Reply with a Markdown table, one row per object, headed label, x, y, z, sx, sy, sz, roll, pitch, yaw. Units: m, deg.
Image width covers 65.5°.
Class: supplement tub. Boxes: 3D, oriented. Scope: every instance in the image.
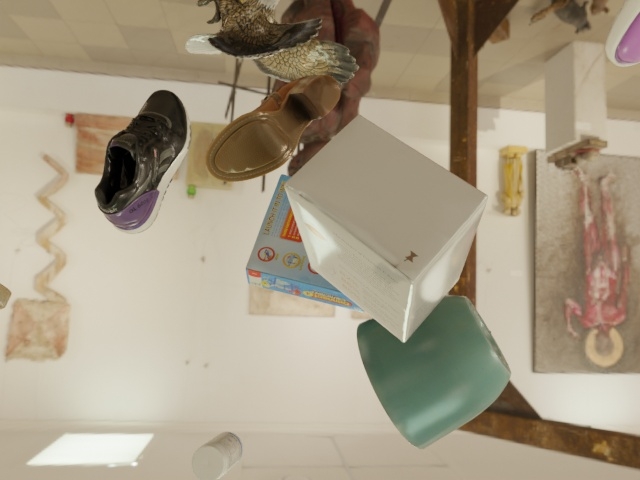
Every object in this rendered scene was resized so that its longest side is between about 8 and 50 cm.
| label | x | y | z | sx | sy | sz | roll | pitch | yaw |
| --- | --- | --- | --- | --- | --- | --- | --- | --- | --- |
| supplement tub | -0.203 | 0.429 | 0.991 | 0.071 | 0.071 | 0.107 | 1 | 174 | 12 |

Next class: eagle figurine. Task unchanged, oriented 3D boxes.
| label | x | y | z | sx | sy | sz | roll | pitch | yaw |
| --- | --- | --- | --- | --- | --- | --- | --- | --- | --- |
| eagle figurine | -0.103 | -0.387 | 0.925 | 0.226 | 0.298 | 0.225 | -34 | 165 | -23 |

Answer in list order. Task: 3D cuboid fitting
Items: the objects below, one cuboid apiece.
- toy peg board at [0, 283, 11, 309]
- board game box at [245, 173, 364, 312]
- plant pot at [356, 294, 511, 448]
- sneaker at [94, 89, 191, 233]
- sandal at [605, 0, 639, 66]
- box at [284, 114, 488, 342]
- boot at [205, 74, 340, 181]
| label | x | y | z | sx | sy | sz | roll | pitch | yaw |
| --- | --- | --- | --- | --- | --- | --- | --- | --- | --- |
| toy peg board | -0.344 | 0.041 | 0.334 | 0.161 | 0.079 | 0.161 | -15 | 136 | 16 |
| board game box | 0.000 | 0.000 | 1.280 | 0.302 | 0.308 | 0.086 | 14 | 148 | 6 |
| plant pot | 0.254 | 0.253 | 1.060 | 0.235 | 0.293 | 0.293 | -31 | 164 | 15 |
| sneaker | -0.306 | -0.161 | 0.868 | 0.107 | 0.283 | 0.124 | 8 | 160 | 4 |
| sandal | 0.457 | -0.299 | 0.485 | 0.169 | 0.102 | 0.416 | -12 | 161 | -18 |
| box | 0.056 | -0.002 | 0.445 | 0.130 | 0.091 | 0.170 | 39 | 164 | 21 |
| boot | -0.076 | -0.142 | 0.646 | 0.197 | 0.073 | 0.152 | -37 | -158 | -17 |
